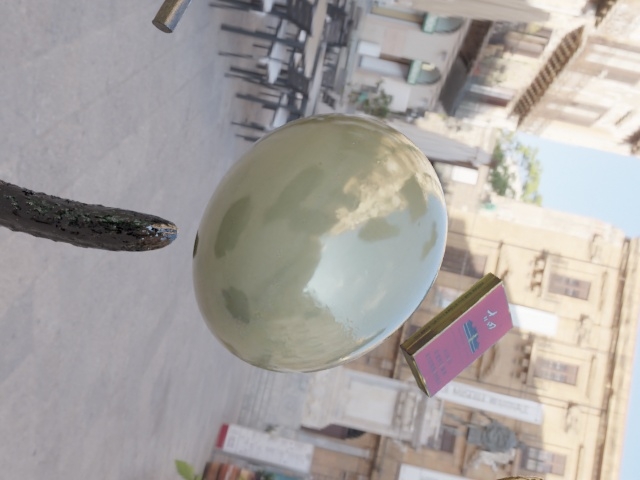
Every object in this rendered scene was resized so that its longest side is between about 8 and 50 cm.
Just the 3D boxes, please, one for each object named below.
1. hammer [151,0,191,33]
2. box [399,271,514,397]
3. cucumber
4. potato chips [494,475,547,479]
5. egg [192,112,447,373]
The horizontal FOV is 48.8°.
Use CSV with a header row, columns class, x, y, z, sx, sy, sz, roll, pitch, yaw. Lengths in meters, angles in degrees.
class,x,y,z,sx,sy,sz,roll,pitch,yaw
hammer,-0.166,-0.476,1.105,0.365,0.111,0.043,-66,-170,-18
box,0.153,0.105,0.777,0.133,0.023,0.090,-36,135,-12
cucumber,-0.374,-0.028,1.107,0.072,0.303,0.081,91,13,-68
potato chips,0.163,0.322,0.720,0.195,0.208,0.062,-61,-154,28
egg,0.000,0.000,0.558,0.241,0.186,0.186,-44,155,-41
